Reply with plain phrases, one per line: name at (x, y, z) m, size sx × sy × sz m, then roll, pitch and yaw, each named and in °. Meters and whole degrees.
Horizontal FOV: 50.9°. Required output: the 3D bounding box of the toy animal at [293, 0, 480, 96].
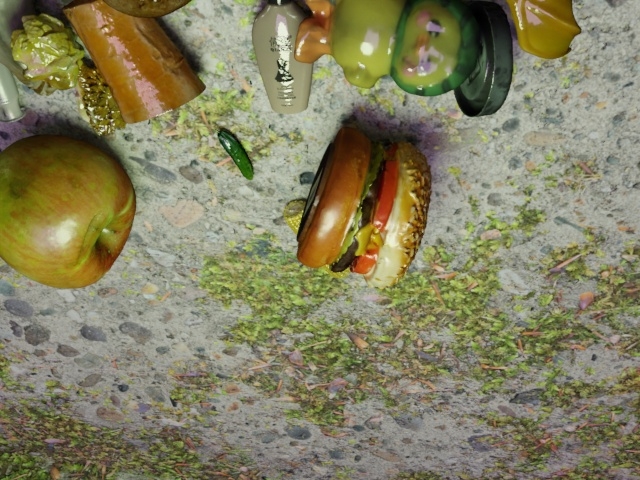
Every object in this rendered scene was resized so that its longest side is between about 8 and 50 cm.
toy animal at (0.133, -0.386, 1.253) m, size 0.338 × 0.191 × 0.216 m, roll 18°, pitch 112°, yaw 13°

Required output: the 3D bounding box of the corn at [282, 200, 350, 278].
corn at (0.000, 0.000, 1.691) m, size 0.081 × 0.081 × 0.248 m, roll -23°, pitch 125°, yaw 23°

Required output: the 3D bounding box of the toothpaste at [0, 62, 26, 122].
toothpaste at (-0.709, -0.406, 1.413) m, size 0.100 × 0.066 × 0.323 m, roll -3°, pitch 126°, yaw 8°

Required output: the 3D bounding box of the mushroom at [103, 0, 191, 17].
mushroom at (-0.311, -0.518, 1.180) m, size 0.252 × 0.153 × 0.253 m, roll -3°, pitch 103°, yaw -12°

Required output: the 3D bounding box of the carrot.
carrot at (-0.367, -0.382, 1.341) m, size 0.195 × 0.196 × 0.254 m, roll -15°, pitch 119°, yaw 18°

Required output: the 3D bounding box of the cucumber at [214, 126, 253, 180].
cucumber at (-0.194, -0.201, 1.561) m, size 0.039 × 0.039 × 0.168 m, roll -16°, pitch 130°, yaw 19°

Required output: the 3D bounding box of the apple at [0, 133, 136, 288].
apple at (-0.597, -0.069, 1.528) m, size 0.339 × 0.340 × 0.340 m, roll 3°, pitch 132°, yaw 3°

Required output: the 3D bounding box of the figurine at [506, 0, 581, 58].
figurine at (0.368, -0.538, 1.061) m, size 0.386 × 0.268 × 0.401 m, roll 9°, pitch 144°, yaw -21°

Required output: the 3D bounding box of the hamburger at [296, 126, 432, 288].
hamburger at (0.100, -0.070, 1.465) m, size 0.250 × 0.330 × 0.330 m, roll 20°, pitch 130°, yaw -7°

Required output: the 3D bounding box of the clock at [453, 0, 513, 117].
clock at (0.303, -0.342, 1.274) m, size 0.041 × 0.215 × 0.215 m, roll -5°, pitch 132°, yaw -9°

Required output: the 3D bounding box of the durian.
durian at (-0.482, -0.310, 1.443) m, size 0.140 × 0.078 × 0.224 m, roll -15°, pitch 139°, yaw 10°

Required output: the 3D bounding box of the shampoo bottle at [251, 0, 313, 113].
shampoo bottle at (-0.072, -0.384, 1.360) m, size 0.127 × 0.078 × 0.257 m, roll 2°, pitch 129°, yaw 9°

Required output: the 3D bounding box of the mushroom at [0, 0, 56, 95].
mushroom at (-0.600, -0.462, 1.310) m, size 0.177 × 0.126 × 0.397 m, roll -7°, pitch 136°, yaw -19°

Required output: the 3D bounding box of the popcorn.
popcorn at (-0.524, -0.364, 1.295) m, size 0.125 × 0.126 × 0.145 m, roll -15°, pitch 160°, yaw -10°
